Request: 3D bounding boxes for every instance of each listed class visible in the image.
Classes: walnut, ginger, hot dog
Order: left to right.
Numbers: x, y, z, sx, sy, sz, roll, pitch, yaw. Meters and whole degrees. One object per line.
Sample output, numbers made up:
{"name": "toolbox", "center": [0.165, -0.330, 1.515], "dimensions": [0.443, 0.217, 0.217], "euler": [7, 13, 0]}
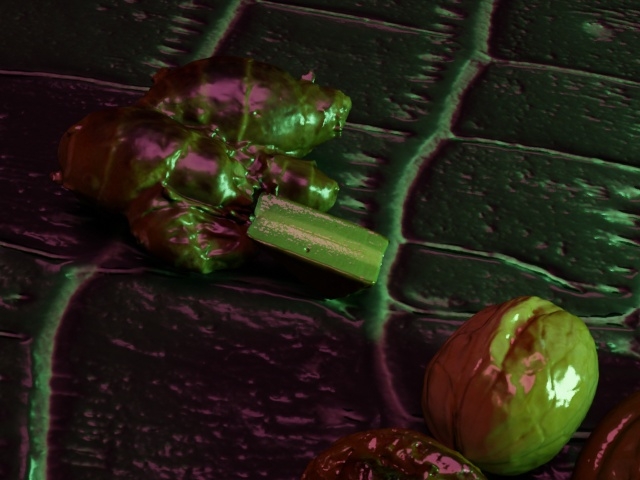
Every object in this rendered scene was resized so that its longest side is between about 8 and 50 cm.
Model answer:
{"name": "ginger", "center": [-0.126, -0.107, 1.224], "dimensions": [0.357, 0.152, 0.274], "euler": [-34, 57, -29]}
{"name": "hot dog", "center": [0.081, 0.264, 0.917], "dimensions": [0.226, 0.099, 0.160], "euler": [23, 49, 14]}
{"name": "walnut", "center": [0.193, 0.144, 1.003], "dimensions": [0.159, 0.159, 0.206], "euler": [29, 52, 22]}

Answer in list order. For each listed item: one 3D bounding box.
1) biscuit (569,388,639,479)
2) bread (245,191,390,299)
{"name": "biscuit", "center": [0.347, 0.224, 0.920], "dimensions": [0.262, 0.037, 0.262], "euler": [-25, 35, 19]}
{"name": "bread", "center": [-0.004, -0.003, 1.127], "dimensions": [0.139, 0.084, 0.074], "euler": [40, 52, -25]}
